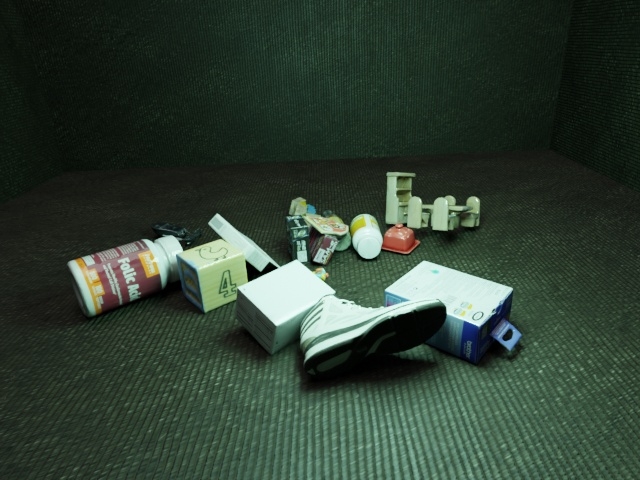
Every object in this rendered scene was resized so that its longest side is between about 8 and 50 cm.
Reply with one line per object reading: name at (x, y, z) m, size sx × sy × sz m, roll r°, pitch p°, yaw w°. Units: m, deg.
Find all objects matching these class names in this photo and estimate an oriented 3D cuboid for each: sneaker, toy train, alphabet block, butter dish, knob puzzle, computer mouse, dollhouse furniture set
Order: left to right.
computer mouse at (-0.753, -0.023, 2.261) m, size 0.262 × 0.060 × 0.184 m, roll 10°, pitch 21°, yaw 1°
alphabet block at (-0.414, 0.132, 1.713) m, size 0.197 × 0.194 × 0.192 m, roll -22°, pitch 32°, yaw -36°
toy train at (-0.052, 0.134, 1.841) m, size 0.166 × 0.046 × 0.125 m, roll -11°, pitch 26°, yaw -17°
knob puzzle at (0.046, -0.074, 2.001) m, size 0.213 × 0.030 × 0.213 m, roll 14°, pitch 19°, yaw -5°
sneaker at (0.136, 0.221, 1.354) m, size 0.447 × 0.169 × 0.257 m, roll -20°, pitch 37°, yaw -2°
butter dish at (0.363, -0.022, 2.050) m, size 0.160 × 0.118 × 0.160 m, roll 13°, pitch 28°, yaw 31°
dollhouse furniture set at (0.530, -0.200, 2.161) m, size 0.394 × 0.257 × 0.362 m, roll 7°, pitch 10°, yaw 42°

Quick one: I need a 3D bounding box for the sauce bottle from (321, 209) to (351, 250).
sauce bottle at (0.067, -0.061, 2.185) m, size 0.111 × 0.111 × 0.344 m, roll -6°, pitch 23°, yaw -6°

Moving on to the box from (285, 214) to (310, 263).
box at (-0.101, -0.005, 1.992) m, size 0.077 × 0.180 × 0.147 m, roll -9°, pitch 24°, yaw -12°

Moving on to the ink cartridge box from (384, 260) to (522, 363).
ink cartridge box at (0.442, 0.228, 1.448) m, size 0.395 × 0.151 × 0.270 m, roll 16°, pitch 32°, yaw 39°

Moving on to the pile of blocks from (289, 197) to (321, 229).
pile of blocks at (-0.084, -0.100, 2.309) m, size 0.148 × 0.113 × 0.362 m, roll 11°, pitch 27°, yaw -12°

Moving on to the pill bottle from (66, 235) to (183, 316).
pill bottle at (-0.739, 0.126, 1.727) m, size 0.392 × 0.224 × 0.224 m, roll -22°, pitch 30°, yaw -34°

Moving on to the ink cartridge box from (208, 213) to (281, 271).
ink cartridge box at (-0.313, 0.033, 1.889) m, size 0.066 × 0.261 × 0.296 m, roll -49°, pitch 50°, yaw -4°

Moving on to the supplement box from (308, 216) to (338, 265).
supplement box at (0.000, 0.000, 2.015) m, size 0.073 × 0.130 × 0.239 m, roll 20°, pitch 18°, yaw -19°

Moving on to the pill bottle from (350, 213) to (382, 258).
pill bottle at (0.210, -0.016, 2.031) m, size 0.136 × 0.136 × 0.246 m, roll -3°, pitch 24°, yaw 1°

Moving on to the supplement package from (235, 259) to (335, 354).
supplement package at (-0.119, 0.215, 1.489) m, size 0.261 × 0.145 × 0.204 m, roll -25°, pitch 49°, yaw -38°
